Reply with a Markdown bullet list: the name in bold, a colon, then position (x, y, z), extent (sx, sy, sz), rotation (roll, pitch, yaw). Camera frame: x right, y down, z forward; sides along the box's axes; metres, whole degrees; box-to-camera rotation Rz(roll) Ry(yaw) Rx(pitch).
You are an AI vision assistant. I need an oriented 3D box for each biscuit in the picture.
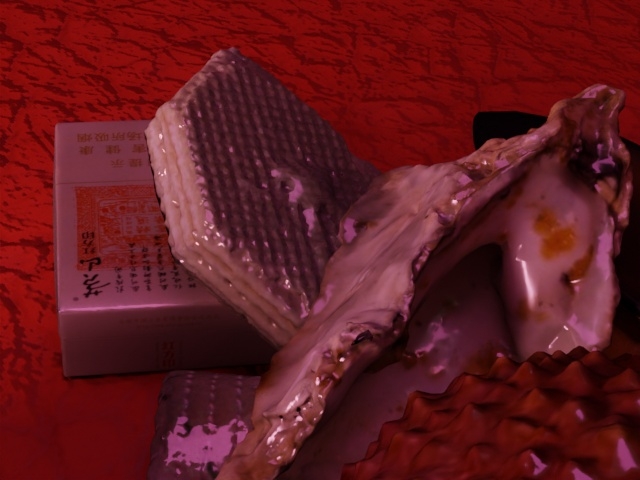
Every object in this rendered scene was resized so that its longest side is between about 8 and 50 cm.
- **biscuit**: position (0.000, 0.000, 0.827), extent (0.252, 0.052, 0.150), rotation (42, 44, -2)

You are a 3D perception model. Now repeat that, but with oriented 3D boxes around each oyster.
- **oyster**: position (0.058, 0.049, 0.723), extent (0.166, 0.110, 0.341), rotation (34, 66, -24)

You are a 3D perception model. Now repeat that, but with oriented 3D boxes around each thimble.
- **thimble**: position (-0.060, 0.121, 0.733), extent (0.062, 0.084, 0.110), rotation (4, 36, -2)

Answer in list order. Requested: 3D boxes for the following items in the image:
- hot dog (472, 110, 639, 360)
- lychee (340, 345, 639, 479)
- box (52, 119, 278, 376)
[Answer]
- **hot dog**: position (0.208, 0.040, 0.852), extent (0.194, 0.107, 0.326), rotation (5, 29, -15)
- **lychee**: position (0.114, 0.178, 0.548), extent (0.276, 0.304, 0.275), rotation (4, 72, -12)
- **box**: position (-0.105, -0.002, 0.902), extent (0.141, 0.058, 0.201), rotation (-2, 40, -8)
